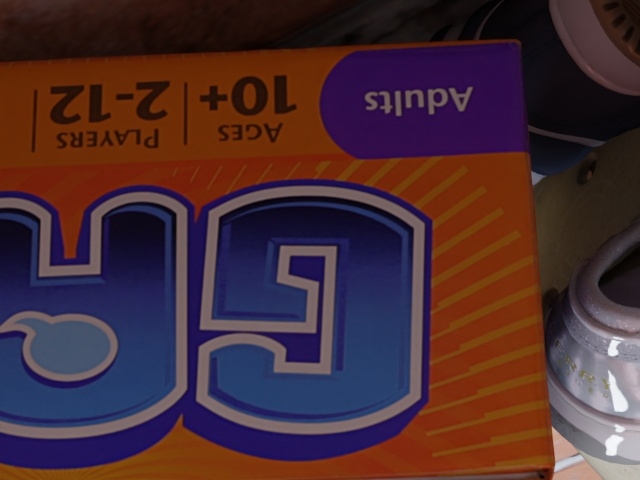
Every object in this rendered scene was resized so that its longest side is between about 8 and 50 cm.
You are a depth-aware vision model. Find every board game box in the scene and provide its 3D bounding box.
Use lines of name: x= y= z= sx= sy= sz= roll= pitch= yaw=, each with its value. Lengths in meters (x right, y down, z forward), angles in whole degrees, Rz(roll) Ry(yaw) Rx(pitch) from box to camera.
board game box: x=-0.081 y=0.152 z=0.827 sx=0.356 sy=0.356 sz=0.356 roll=-3 pitch=159 yaw=2

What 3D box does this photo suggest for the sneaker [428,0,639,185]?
sneaker: x=0.168 y=-0.087 z=0.916 sx=0.282 sy=0.099 sz=0.153 roll=-3 pitch=160 yaw=-45

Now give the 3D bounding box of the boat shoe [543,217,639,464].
boat shoe: x=0.241 y=-0.003 z=0.849 sx=0.320 sy=0.118 sz=0.103 roll=-21 pitch=150 yaw=-19

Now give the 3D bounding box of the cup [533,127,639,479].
cup: x=0.245 y=0.033 z=1.047 sx=0.237 sy=0.331 sz=0.331 roll=22 pitch=142 yaw=-22
